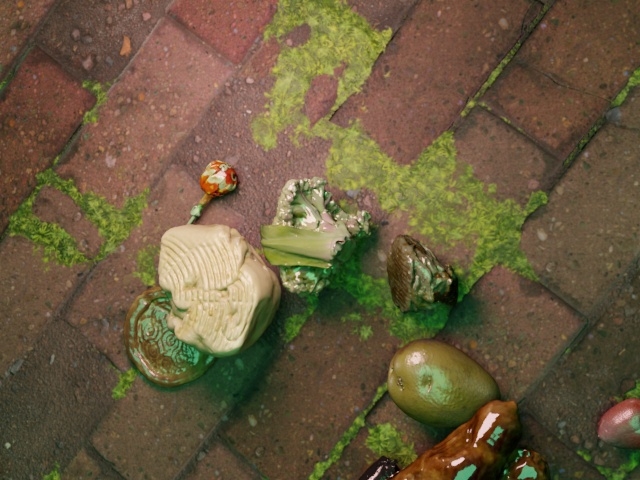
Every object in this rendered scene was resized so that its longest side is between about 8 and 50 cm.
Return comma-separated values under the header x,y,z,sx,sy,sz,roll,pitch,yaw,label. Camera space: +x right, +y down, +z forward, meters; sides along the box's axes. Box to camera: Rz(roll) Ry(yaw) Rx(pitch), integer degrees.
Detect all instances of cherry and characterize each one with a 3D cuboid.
x,y,z,sx,sy,sz,roll,pitch,yaw,label
0.650,0.383,1.352,0.126,0.087,0.106,-4,94,28,cherry

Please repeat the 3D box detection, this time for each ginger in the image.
x,y,z,sx,sy,sz,roll,pitch,yaw,label
0.273,0.522,1.290,0.418,0.176,0.254,-36,97,0,ginger

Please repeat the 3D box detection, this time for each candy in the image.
x,y,z,sx,sy,sz,roll,pitch,yaw,label
-0.294,-0.065,1.551,0.084,0.078,0.287,35,102,-3,candy

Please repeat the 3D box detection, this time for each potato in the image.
x,y,z,sx,sy,sz,roll,pitch,yaw,label
0.270,0.313,1.389,0.252,0.159,0.174,18,122,-2,potato

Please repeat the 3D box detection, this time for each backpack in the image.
x,y,z,sx,sy,sz,roll,pitch,yaw,label
0.154,0.568,1.427,0.120,0.106,0.165,-37,100,-13,backpack

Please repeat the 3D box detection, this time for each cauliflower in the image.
x,y,z,sx,sy,sz,roll,pitch,yaw,label
0.000,0.000,1.389,0.239,0.315,0.256,31,84,-30,cauliflower

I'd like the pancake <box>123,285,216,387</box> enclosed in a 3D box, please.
x,y,z,sx,sy,sz,roll,pitch,yaw,label
-0.363,0.236,1.566,0.250,0.031,0.249,0,89,8,pancake

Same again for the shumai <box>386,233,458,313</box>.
x,y,z,sx,sy,sz,roll,pitch,yaw,label
0.234,0.067,1.417,0.142,0.184,0.184,-5,87,-14,shumai

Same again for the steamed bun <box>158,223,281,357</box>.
x,y,z,sx,sy,sz,roll,pitch,yaw,label
-0.228,0.110,1.465,0.289,0.203,0.275,21,85,22,steamed bun
